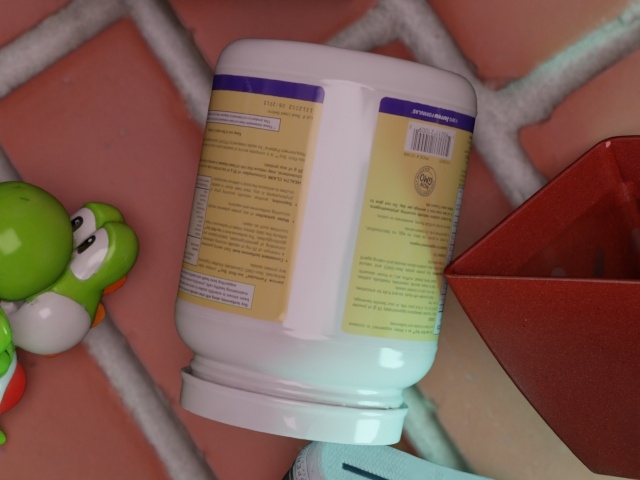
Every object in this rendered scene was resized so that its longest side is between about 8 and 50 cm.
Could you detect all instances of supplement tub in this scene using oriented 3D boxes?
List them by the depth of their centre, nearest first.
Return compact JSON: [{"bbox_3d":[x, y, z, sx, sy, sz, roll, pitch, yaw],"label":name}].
[{"bbox_3d":[0.000,0.000,1.560,0.241,0.241,0.331,10,92,1],"label":"supplement tub"}]

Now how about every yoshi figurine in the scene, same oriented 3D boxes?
[{"bbox_3d":[-0.339,0.075,1.598,0.362,0.203,0.203,-42,83,-1],"label":"yoshi figurine"}]

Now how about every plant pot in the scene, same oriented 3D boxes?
[{"bbox_3d":[0.314,0.068,1.521,0.267,0.267,0.236,-36,115,-36],"label":"plant pot"}]

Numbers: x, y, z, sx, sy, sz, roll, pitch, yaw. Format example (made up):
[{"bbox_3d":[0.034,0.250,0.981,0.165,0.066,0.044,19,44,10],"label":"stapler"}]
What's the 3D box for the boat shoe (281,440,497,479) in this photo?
[{"bbox_3d":[0.104,0.280,1.628,0.335,0.121,0.119,29,137,-16],"label":"boat shoe"}]
